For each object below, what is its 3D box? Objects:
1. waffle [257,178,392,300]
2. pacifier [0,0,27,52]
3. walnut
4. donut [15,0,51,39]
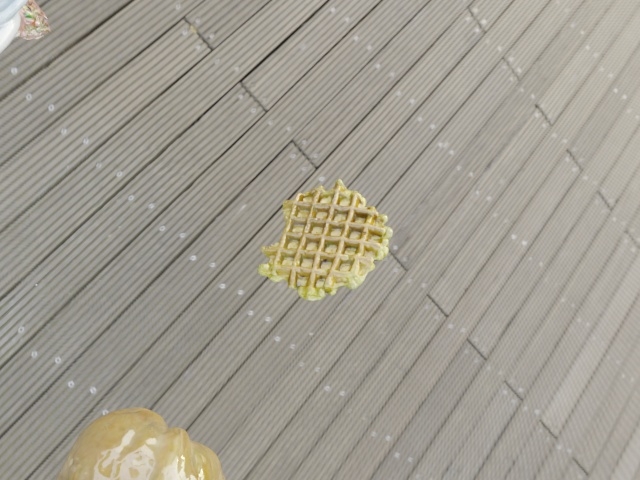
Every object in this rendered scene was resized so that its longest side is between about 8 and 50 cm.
[{"bbox_3d":[0.006,-0.007,1.258,0.301,0.282,0.058,-49,152,-24],"label":"waffle"},{"bbox_3d":[-0.438,-0.277,0.569,0.279,0.207,0.227,-34,66,-16],"label":"pacifier"},{"bbox_3d":[-0.315,0.452,0.991,0.296,0.285,0.285,39,70,-21],"label":"walnut"},{"bbox_3d":[-0.579,-0.441,0.990,0.085,0.233,0.199,-38,113,-3],"label":"donut"}]
